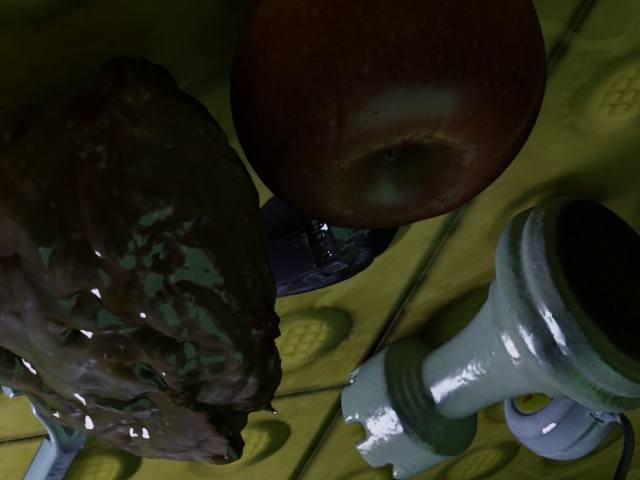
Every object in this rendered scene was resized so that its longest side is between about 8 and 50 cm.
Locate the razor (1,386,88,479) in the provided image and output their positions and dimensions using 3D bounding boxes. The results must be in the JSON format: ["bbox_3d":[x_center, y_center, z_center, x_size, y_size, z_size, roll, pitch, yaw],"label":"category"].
[{"bbox_3d":[-0.240,0.196,1.308,0.111,0.056,0.278,-8,146,-27],"label":"razor"}]

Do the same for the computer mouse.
[{"bbox_3d":[0.000,0.000,1.158,0.192,0.062,0.106,-39,146,22],"label":"computer mouse"}]

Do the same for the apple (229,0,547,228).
[{"bbox_3d":[0.041,-0.108,0.929,0.201,0.162,0.201,-7,150,-4],"label":"apple"}]

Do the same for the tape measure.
[{"bbox_3d":[0.242,0.195,1.389,0.084,0.330,0.164,24,132,-15],"label":"tape measure"}]

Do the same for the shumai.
[{"bbox_3d":[-0.184,0.038,0.938,0.283,0.217,0.346,-12,151,-20],"label":"shumai"}]

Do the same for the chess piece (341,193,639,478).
[{"bbox_3d":[0.156,0.105,1.333,0.194,0.194,0.299,10,146,-43],"label":"chess piece"}]
